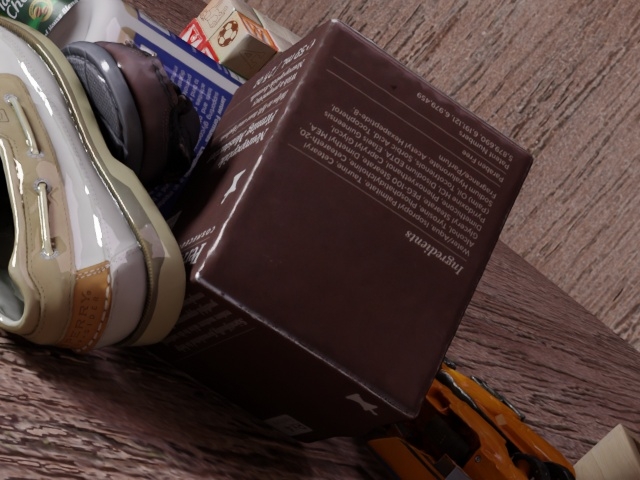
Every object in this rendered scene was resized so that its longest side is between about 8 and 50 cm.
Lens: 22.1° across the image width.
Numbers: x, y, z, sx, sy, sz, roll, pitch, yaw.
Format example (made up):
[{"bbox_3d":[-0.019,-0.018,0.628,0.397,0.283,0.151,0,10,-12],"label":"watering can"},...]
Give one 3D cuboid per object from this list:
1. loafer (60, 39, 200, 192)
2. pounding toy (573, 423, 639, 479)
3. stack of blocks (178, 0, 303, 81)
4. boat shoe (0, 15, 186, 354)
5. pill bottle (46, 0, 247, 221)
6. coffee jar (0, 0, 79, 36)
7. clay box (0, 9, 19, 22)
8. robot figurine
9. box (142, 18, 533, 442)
[{"bbox_3d":[-0.128,-0.081,1.141,0.109,0.095,0.302,68,-17,4],"label":"loafer"},{"bbox_3d":[0.286,0.274,1.280,0.181,0.094,0.206,38,17,-18],"label":"pounding toy"},{"bbox_3d":[-0.042,-0.122,1.768,0.297,0.171,0.087,29,22,-40],"label":"stack of blocks"},{"bbox_3d":[-0.199,-0.049,1.003,0.103,0.113,0.302,-4,38,-41],"label":"boat shoe"},{"bbox_3d":[-0.116,-0.078,1.373,0.265,0.153,0.153,32,10,-25],"label":"pill bottle"},{"bbox_3d":[-0.297,-0.245,1.737,0.184,0.096,0.079,39,6,22],"label":"coffee jar"},{"bbox_3d":[-0.259,-0.148,1.514,0.127,0.053,0.222,33,10,-18],"label":"clay box"},{"bbox_3d":[0.090,0.144,1.215,0.211,0.085,0.291,26,14,-50],"label":"robot figurine"},{"bbox_3d":[0.000,0.000,1.070,0.167,0.203,0.168,34,-25,-15],"label":"box"}]
